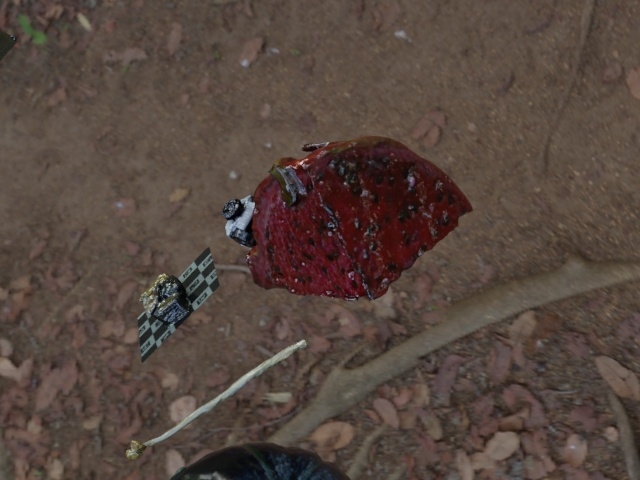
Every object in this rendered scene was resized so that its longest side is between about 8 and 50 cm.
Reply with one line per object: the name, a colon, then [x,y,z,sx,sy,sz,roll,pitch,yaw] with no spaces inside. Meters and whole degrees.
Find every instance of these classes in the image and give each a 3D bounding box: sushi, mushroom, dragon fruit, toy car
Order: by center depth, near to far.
mushroom: [-0.137,0.213,1.240,0.286,0.028,0.026,-30,98,-18]
dragon fruit: [0.000,0.000,1.312,0.330,0.302,0.240,-29,41,39]
toy car: [-0.090,-0.010,1.491,0.070,0.171,0.080,8,65,54]
sushi: [-0.269,0.092,1.602,0.192,0.050,0.215,-45,21,3]

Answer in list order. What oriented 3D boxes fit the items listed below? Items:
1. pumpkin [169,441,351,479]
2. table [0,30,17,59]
pumpkin: [-0.072,0.448,1.231,0.363,0.363,0.266,36,123,29]
table: [-0.446,-0.170,0.980,0.227,0.167,0.167,-38,64,25]
